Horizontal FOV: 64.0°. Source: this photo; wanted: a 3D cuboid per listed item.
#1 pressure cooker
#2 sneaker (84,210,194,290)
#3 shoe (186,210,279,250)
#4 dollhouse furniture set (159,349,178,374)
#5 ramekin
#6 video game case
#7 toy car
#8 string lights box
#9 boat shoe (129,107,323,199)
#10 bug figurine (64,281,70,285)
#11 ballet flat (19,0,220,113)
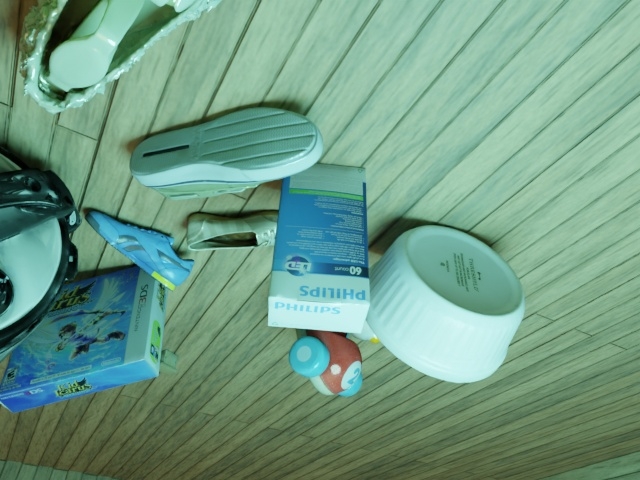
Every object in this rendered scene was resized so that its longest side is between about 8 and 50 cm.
[{"bbox_3d":[-0.580,0.037,0.748,0.375,0.370,0.420,27,138,-32],"label":"pressure cooker"},{"bbox_3d":[-0.328,0.003,0.944,0.209,0.082,0.069,41,168,-19],"label":"sneaker"},{"bbox_3d":[-0.131,-0.008,0.909,0.219,0.058,0.077,0,141,3],"label":"shoe"},{"bbox_3d":[-0.490,0.333,1.311,0.181,0.101,0.161,-23,134,27],"label":"dollhouse furniture set"},{"bbox_3d":[0.211,0.089,0.863,0.272,0.273,0.127,13,128,-12],"label":"ramekin"},{"bbox_3d":[-0.429,0.169,0.957,0.269,0.244,0.061,-14,131,2],"label":"video game case"},{"bbox_3d":[0.074,0.176,1.031,0.238,0.210,0.219,-26,145,13],"label":"toy car"},{"bbox_3d":[0.000,0.000,0.755,0.133,0.260,0.077,6,141,-3],"label":"string lights box"},{"bbox_3d":[-0.133,-0.121,0.758,0.302,0.109,0.094,-2,157,20],"label":"boat shoe"},{"bbox_3d":[-0.569,0.188,1.162,0.279,0.072,0.216,-28,132,32],"label":"bug figurine"},{"bbox_3d":[-0.192,-0.263,0.548,0.409,0.147,0.147,-28,132,31],"label":"ballet flat"}]
